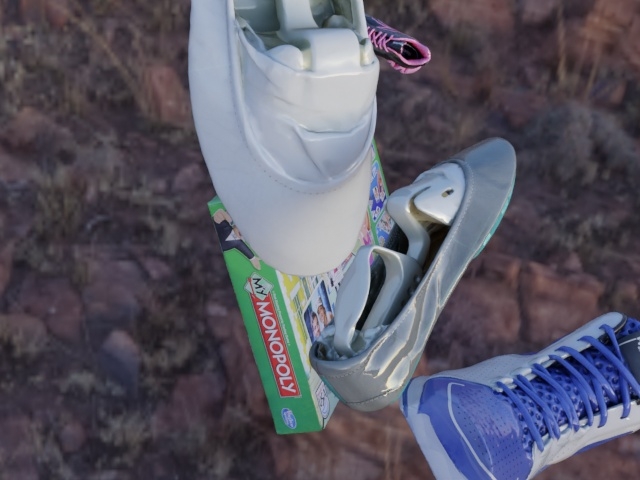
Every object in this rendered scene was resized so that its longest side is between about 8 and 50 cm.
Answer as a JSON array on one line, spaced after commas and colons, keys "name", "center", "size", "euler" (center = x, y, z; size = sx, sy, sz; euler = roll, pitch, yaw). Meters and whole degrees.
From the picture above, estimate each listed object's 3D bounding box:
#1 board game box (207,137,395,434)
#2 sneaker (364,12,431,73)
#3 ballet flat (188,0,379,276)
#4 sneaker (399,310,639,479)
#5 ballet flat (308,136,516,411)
[{"name": "board game box", "center": [0.000, 0.000, 1.203], "size": [0.046, 0.214, 0.317], "euler": [-7, 22, 21]}, {"name": "sneaker", "center": [0.070, -0.219, 1.464], "size": [0.119, 0.047, 0.057], "euler": [18, 3, -20]}, {"name": "ballet flat", "center": [-0.020, -0.169, 0.925], "size": [0.139, 0.400, 0.139], "euler": [-6, 5, 0]}, {"name": "sneaker", "center": [0.202, 0.132, 1.166], "size": [0.127, 0.182, 0.315], "euler": [62, 21, 14]}, {"name": "ballet flat", "center": [0.060, 0.007, 0.851], "size": [0.072, 0.068, 0.213], "euler": [2, 58, 52]}]
